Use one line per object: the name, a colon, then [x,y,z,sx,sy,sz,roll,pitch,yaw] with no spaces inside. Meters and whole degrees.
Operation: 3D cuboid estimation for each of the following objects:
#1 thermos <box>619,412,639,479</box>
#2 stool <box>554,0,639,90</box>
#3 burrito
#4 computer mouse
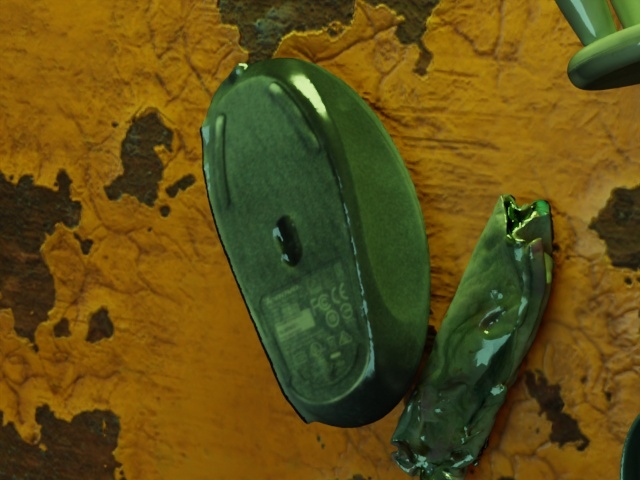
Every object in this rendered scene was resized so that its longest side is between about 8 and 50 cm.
thermos: [0.336,0.256,1.604,0.182,0.145,0.287,17,105,45]
stool: [0.278,-0.242,1.526,0.195,0.195,0.199,-16,87,35]
burrito: [0.152,0.103,1.743,0.096,0.066,0.309,30,110,29]
computer mouse: [0.001,0.001,1.801,0.203,0.114,0.374,-25,76,37]
